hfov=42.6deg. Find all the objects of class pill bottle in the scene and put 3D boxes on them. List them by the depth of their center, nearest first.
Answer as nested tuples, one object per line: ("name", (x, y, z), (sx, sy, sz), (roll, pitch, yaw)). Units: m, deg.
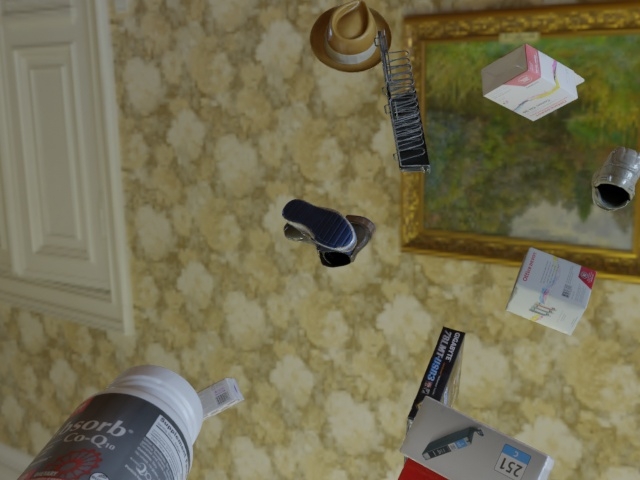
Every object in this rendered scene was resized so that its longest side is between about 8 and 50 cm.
("pill bottle", (-0.316, 0.353, 1.232), (0.210, 0.210, 0.363), (1, -158, 11))

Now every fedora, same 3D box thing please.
("fedora", (0.068, -0.456, 1.776), (0.194, 0.194, 0.079), (-2, 154, -3))

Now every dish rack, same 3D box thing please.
("dish rack", (0.162, -0.279, 1.639), (0.074, 0.208, 0.271), (-11, 148, 6))

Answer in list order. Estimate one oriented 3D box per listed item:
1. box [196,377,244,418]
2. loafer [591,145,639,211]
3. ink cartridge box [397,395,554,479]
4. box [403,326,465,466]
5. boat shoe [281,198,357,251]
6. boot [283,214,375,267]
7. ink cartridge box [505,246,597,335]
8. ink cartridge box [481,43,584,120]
("box", (-0.350, 0.448, 2.100), (0.324, 0.067, 0.063), (-30, 162, 13))
("loafer", (0.730, -0.130, 2.056), (0.112, 0.111, 0.319), (21, 169, 18))
("ink cartridge box", (0.300, 0.509, 1.726), (0.296, 0.261, 0.066), (22, 172, 32))
("box", (0.297, 0.425, 2.138), (0.073, 0.296, 0.293), (15, -130, 17))
("boat shoe", (0.009, -0.022, 1.479), (0.183, 0.066, 0.066), (34, 173, 45))
("boot", (0.000, 0.000, 1.746), (0.219, 0.082, 0.106), (-2, -140, 30))
("ink cartridge box", (0.569, 0.125, 2.035), (0.176, 0.127, 0.128), (22, -127, 12))
("ink cartridge box", (0.431, -0.307, 1.644), (0.198, 0.067, 0.115), (16, 153, -35))
